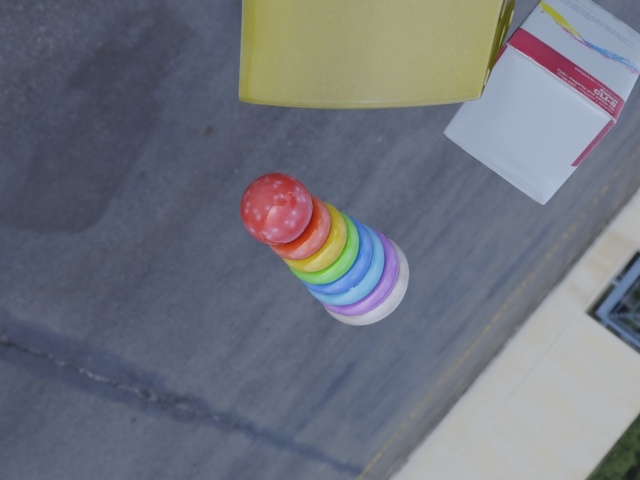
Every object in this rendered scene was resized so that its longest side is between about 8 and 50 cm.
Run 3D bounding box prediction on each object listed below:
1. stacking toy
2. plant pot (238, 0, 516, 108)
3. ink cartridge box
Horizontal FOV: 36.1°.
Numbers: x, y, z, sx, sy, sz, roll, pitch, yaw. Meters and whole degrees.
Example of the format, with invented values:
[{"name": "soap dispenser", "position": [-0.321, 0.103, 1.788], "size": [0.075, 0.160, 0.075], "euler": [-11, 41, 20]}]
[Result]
[{"name": "stacking toy", "position": [0.000, 0.000, 1.301], "size": [0.141, 0.141, 0.330], "euler": [-50, 146, -2]}, {"name": "plant pot", "position": [0.064, -0.224, 0.777], "size": [0.212, 0.187, 0.212], "euler": [-60, 162, -48]}, {"name": "ink cartridge box", "position": [0.232, -0.153, 0.988], "size": [0.176, 0.127, 0.128], "euler": [-51, 175, -45]}]
